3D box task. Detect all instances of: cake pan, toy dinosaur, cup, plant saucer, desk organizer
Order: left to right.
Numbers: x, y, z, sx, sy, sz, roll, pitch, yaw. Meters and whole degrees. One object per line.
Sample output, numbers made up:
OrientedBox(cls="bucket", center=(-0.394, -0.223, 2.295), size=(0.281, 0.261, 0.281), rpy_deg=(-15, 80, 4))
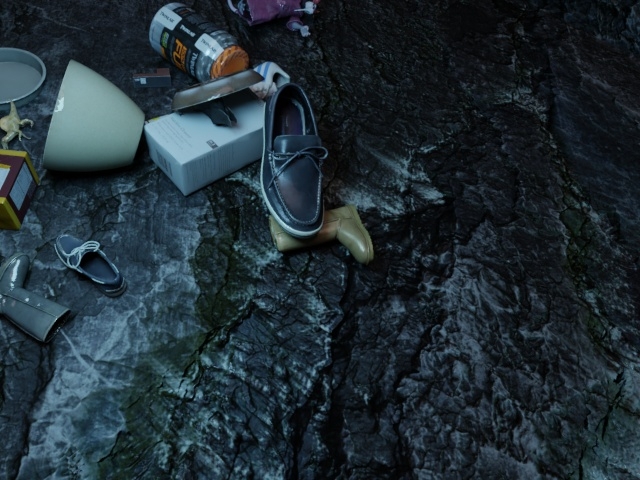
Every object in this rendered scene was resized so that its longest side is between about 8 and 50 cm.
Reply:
OrientedBox(cls="cake pan", center=(-1.092, -0.549, 1.833), size=(0.293, 0.054, 0.293), rpy_deg=(4, 55, -6))
OrientedBox(cls="toy dinosaur", center=(-0.972, -0.378, 1.714), size=(0.093, 0.053, 0.183), rpy_deg=(7, 70, -26))
OrientedBox(cls="cup", center=(-0.674, -0.343, 1.627), size=(0.237, 0.331, 0.331), rpy_deg=(16, 51, -24))
OrientedBox(cls="desk organizer", center=(-0.611, -0.590, 1.944), size=(0.130, 0.047, 0.050), rpy_deg=(-7, 54, -14))
OrientedBox(cls="plant saucer", center=(-0.329, -0.483, 1.686), size=(0.311, 0.050, 0.310), rpy_deg=(-15, 21, 6))

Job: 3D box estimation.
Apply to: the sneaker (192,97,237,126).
OrientedBox(cls="sneaker", center=(-0.330, -0.390, 1.649), size=(0.170, 0.089, 0.051), rpy_deg=(4, 31, 43))

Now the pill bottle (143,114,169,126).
OrientedBox(cls="pill bottle", center=(-0.527, -0.385, 1.801), size=(0.116, 0.065, 0.065), rpy_deg=(-24, 62, -23))

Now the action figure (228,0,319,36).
OrientedBox(cls="action figure", center=(-0.175, -0.968, 2.235), size=(0.370, 0.248, 0.276), rpy_deg=(-6, 13, -28))

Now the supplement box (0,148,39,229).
OrientedBox(cls="supplement box", center=(-0.948, -0.151, 1.532), size=(0.192, 0.129, 0.194), rpy_deg=(5, 55, -5))

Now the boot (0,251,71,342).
OrientedBox(cls="boot", center=(-0.746, 0.145, 1.392), size=(0.209, 0.076, 0.189), rpy_deg=(18, 69, 12))

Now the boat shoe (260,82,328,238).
OrientedBox(cls="boat shoe", center=(-0.080, -0.248, 1.594), size=(0.187, 0.156, 0.499), rpy_deg=(0, 69, -19))

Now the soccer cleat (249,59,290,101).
OrientedBox(cls="soccer cleat", center=(-0.244, -0.543, 1.925), size=(0.143, 0.116, 0.331), rpy_deg=(37, 58, 17))

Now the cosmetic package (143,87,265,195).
OrientedBox(cls="cosmetic package", center=(-0.339, -0.334, 1.740), size=(0.385, 0.156, 0.217), rpy_deg=(-35, 66, -27))

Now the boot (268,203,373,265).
OrientedBox(cls="boot", center=(0.000, 0.000, 1.611), size=(0.270, 0.089, 0.236), rpy_deg=(-10, 49, -15))

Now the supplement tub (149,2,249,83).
OrientedBox(cls="supplement tub", center=(-0.437, -0.696, 1.947), size=(0.338, 0.207, 0.207), rpy_deg=(37, 58, 17))

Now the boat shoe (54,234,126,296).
OrientedBox(cls="boat shoe", center=(-0.637, 0.055, 1.468), size=(0.254, 0.079, 0.095), rpy_deg=(40, 59, 18))
